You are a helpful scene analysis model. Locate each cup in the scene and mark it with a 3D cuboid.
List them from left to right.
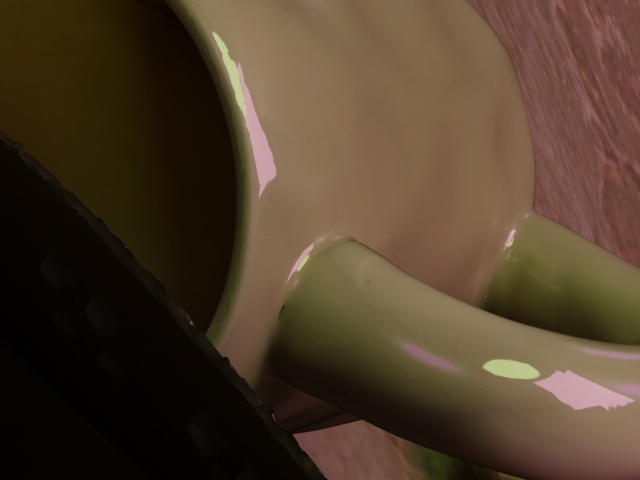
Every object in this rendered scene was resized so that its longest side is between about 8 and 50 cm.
[{"bbox_3d":[-0.002,-0.020,0.600,0.202,0.255,0.173,-6,95,-61],"label":"cup"}]

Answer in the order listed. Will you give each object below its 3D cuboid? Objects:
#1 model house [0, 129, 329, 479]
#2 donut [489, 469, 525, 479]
[{"bbox_3d":[-0.095,0.134,0.458,0.204,0.211,0.243,-36,147,-20],"label":"model house"},{"bbox_3d":[0.169,0.232,0.855,0.307,0.150,0.371,53,28,-43],"label":"donut"}]
